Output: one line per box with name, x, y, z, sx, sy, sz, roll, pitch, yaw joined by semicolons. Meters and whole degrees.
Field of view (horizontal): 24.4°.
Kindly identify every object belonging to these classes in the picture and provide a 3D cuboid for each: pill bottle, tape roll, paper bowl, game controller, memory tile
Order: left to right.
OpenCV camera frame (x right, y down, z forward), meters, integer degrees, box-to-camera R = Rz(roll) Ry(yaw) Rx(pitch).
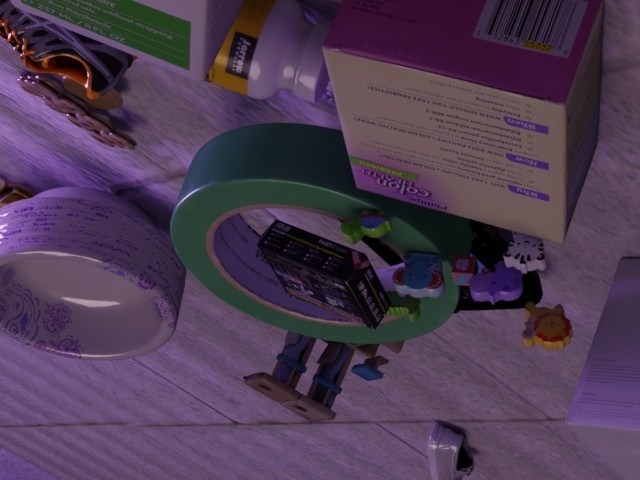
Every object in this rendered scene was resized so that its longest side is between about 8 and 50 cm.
memory tile;-0.291;-0.151;1.763;0.148;0.012;0.113;36;170;-26
paper bowl;-0.323;0.035;2.013;0.284;0.148;0.284;6;147;4
pill bottle;-0.078;-0.194;1.396;0.184;0.103;0.103;20;157;8
tape roll;0.000;0.000;1.606;0.321;0.077;0.321;12;149;7
game controller;0.115;-0.011;1.654;0.166;0.067;0.319;5;152;48

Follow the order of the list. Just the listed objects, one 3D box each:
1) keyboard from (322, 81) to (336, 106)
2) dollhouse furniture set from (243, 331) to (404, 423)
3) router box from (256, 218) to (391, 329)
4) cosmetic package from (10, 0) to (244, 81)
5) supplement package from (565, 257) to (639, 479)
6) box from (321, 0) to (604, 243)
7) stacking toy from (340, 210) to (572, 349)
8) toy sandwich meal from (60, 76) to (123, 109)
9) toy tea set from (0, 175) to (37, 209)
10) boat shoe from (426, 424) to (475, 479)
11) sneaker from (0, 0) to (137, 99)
keyboard;0.022;-0.152;1.510;0.256;0.014;0.072;30;156;-15
dollhouse furniture set;0.004;0.160;2.055;0.129;0.129;0.184;31;157;-19
router box;0.004;0.034;1.510;0.122;0.038;0.092;22;155;33
cosmetic package;-0.143;-0.302;1.161;0.197;0.155;0.365;22;158;5
supplement package;0.400;0.142;1.558;0.194;0.203;0.149;1;149;43
box;0.134;-0.127;1.330;0.214;0.117;0.243;15;155;17
stacking toy;0.136;0.042;1.484;0.221;0.052;0.167;5;147;19
toy sandwich meal;-0.260;-0.181;1.690;0.086;0.029;0.085;20;160;7
toy tea set;-0.567;-0.035;2.096;0.336;0.124;0.200;27;132;-8
boat shoe;0.216;0.352;2.373;0.063;0.066;0.184;14;146;22
sneaker;-0.300;-0.223;1.565;0.215;0.083;0.084;24;159;2
